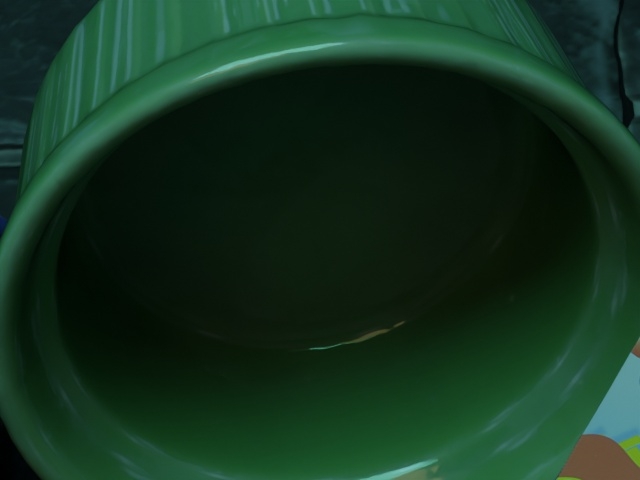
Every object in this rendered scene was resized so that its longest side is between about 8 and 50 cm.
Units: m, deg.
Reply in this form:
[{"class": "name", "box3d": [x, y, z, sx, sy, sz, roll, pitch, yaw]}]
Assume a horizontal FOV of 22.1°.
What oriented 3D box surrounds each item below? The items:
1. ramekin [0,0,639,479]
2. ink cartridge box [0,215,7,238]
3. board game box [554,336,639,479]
[{"class": "ramekin", "box3d": [0.000, 0.000, 0.757, 0.303, 0.303, 0.148, -15, 39, 3]}, {"class": "ink cartridge box", "box3d": [-0.243, 0.096, 0.794, 0.311, 0.065, 0.186, -37, 39, 29]}, {"class": "board game box", "box3d": [0.180, 0.145, 0.581, 0.144, 0.275, 0.142, 19, 57, 29]}]
